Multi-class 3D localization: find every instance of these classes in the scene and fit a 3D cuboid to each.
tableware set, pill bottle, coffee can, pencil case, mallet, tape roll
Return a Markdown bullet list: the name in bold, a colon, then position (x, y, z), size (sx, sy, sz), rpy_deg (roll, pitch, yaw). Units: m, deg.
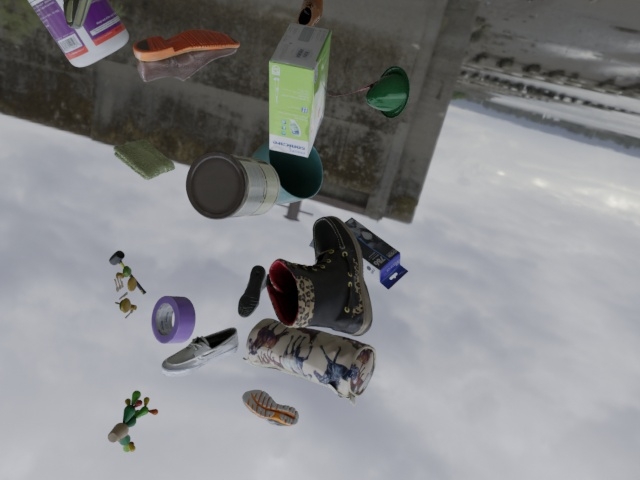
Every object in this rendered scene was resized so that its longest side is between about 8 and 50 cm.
- **tableware set**: position (-0.626, 0.165, 1.667), size (0.024, 0.154, 0.104), rpy_deg (1, -155, 16)
- **pill bottle**: position (-0.671, -0.644, 1.376), size (0.181, 0.323, 0.181), rpy_deg (-19, -148, 13)
- **coffee can**: position (-0.268, -0.172, 1.649), size (0.201, 0.202, 0.275), rpy_deg (19, -170, 15)
- **pencil case**: position (-0.041, 0.369, 1.637), size (0.410, 0.160, 0.183), rpy_deg (10, -131, 27)
- **mallet**: position (-0.723, 0.128, 1.943), size (0.062, 0.190, 0.039), rpy_deg (-26, -171, 33)
- **tape roll**: position (-0.587, 0.316, 2.064), size (0.189, 0.189, 0.080), rpy_deg (30, -169, 39)

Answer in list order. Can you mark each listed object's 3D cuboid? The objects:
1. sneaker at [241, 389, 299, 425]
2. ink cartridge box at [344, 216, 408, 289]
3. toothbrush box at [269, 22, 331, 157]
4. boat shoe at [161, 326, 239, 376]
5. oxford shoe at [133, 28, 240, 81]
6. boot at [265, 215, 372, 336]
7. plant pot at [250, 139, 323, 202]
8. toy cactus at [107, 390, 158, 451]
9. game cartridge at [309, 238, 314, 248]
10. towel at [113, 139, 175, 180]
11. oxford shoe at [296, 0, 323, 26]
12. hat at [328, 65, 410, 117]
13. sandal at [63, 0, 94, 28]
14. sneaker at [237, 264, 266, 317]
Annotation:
- **sneaker**: position (-0.181, 0.587, 1.782), size (0.215, 0.083, 0.084), rpy_deg (34, -132, -15)
- **ink cartridge box**: position (0.201, 0.047, 2.129), size (0.332, 0.065, 0.165), rpy_deg (38, -135, 17)
- **toothbrush box**: position (-0.057, -0.407, 1.417), size (0.122, 0.283, 0.206), rpy_deg (14, -130, 4)
- **boat shoe**: position (-0.368, 0.332, 1.589), size (0.258, 0.084, 0.095), rpy_deg (-19, -145, -42)
- **oxford shoe**: position (-0.449, -0.629, 1.769), size (0.363, 0.133, 0.130), rpy_deg (-17, -130, -24)
- **boot**: position (-0.014, 0.084, 1.443), size (0.284, 0.138, 0.378), rpy_deg (9, -120, -44)
- **plant pot**: position (-0.173, -0.283, 2.168), size (0.293, 0.293, 0.235), rpy_deg (-6, 172, -45)
- **toy cactus**: position (-0.631, 0.616, 1.707), size (0.112, 0.219, 0.180), rpy_deg (23, -172, 6)
- **game cartridge**: position (0.000, 0.000, 1.876), size (0.056, 0.083, 0.017), rpy_deg (30, 160, 0)
- **towel**: position (-0.486, -0.227, 1.428), size (0.148, 0.027, 0.110), rpy_deg (39, -135, 15)
- **oxford shoe**: position (-0.034, -0.781, 1.755), size (0.076, 0.212, 0.076), rpy_deg (14, 158, 0)
- **hat**: position (0.175, -0.505, 1.785), size (0.183, 0.208, 0.173), rpy_deg (-8, -111, -32)
- **sandal**: position (-0.414, -0.549, 1.019), size (0.086, 0.303, 0.120), rpy_deg (25, -171, -47)
- **sneaker**: position (-0.284, 0.225, 2.219), size (0.087, 0.228, 0.130), rpy_deg (14, 168, 7)
